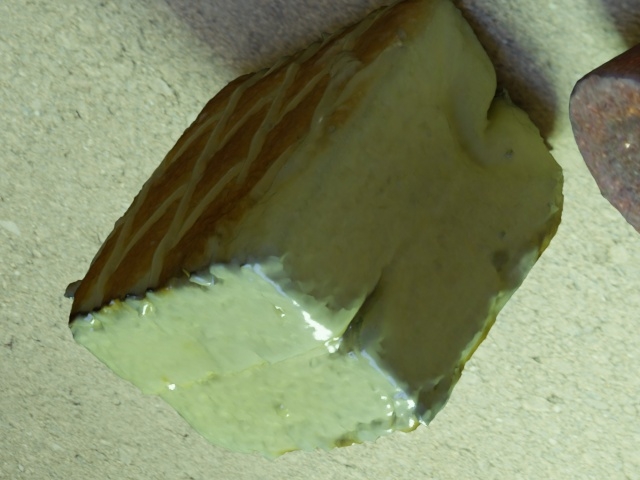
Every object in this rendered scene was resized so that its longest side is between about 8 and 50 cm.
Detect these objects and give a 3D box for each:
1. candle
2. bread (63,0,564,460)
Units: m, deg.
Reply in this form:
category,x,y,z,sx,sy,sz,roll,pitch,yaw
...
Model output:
category,x,y,z,sx,sy,sz,roll,pitch,yaw
candle,0.353,-0.032,1.601,0.317,0.131,0.287,58,157,-4
bread,0.000,0.000,1.826,0.279,0.390,0.371,47,144,-15
